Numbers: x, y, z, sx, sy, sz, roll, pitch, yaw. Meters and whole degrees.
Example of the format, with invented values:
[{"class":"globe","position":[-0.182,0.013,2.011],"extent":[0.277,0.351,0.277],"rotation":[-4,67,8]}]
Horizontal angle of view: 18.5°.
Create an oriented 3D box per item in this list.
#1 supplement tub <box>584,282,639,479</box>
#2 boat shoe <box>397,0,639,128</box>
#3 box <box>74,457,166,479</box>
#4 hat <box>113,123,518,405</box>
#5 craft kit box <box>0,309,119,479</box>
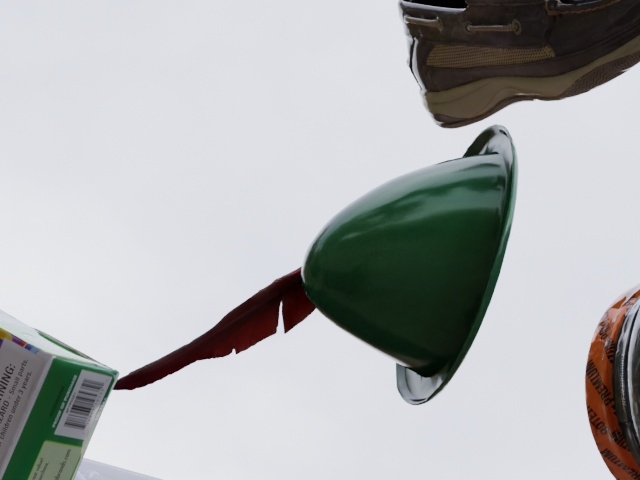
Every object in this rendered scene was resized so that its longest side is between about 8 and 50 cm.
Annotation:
[{"class":"supplement tub","position":[0.334,0.081,1.199],"extent":[0.207,0.207,0.338],"rotation":[38,-28,-25]},{"class":"boat shoe","position":[0.172,-0.185,1.512],"extent":[0.355,0.132,0.130],"rotation":[-19,-71,53]},{"class":"box","position":[-0.114,0.214,1.236],"extent":[0.261,0.103,0.184],"rotation":[18,6,-21]},{"class":"hat","position":[0.000,0.000,1.190],"extent":[0.183,0.208,0.173],"rotation":[18,-23,-12]},{"class":"craft kit box","position":[-0.242,0.125,0.943],"extent":[0.247,0.250,0.061],"rotation":[24,2,37]}]
